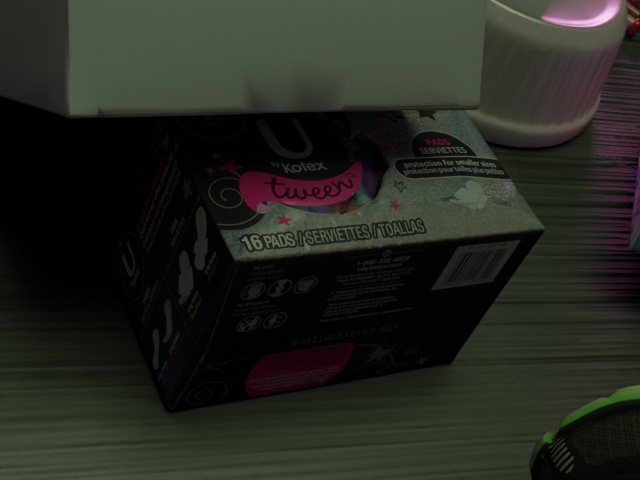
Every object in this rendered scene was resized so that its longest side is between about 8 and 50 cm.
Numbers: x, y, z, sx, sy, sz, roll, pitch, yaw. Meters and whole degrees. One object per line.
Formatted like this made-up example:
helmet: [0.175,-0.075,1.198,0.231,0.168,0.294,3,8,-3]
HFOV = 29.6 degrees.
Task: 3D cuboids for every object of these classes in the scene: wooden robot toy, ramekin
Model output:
wooden robot toy: [0.356,-0.295,1.406,0.076,0.079,0.173,31,42,6]
ramekin: [0.180,-0.229,1.212,0.272,0.127,0.273,14,42,-13]

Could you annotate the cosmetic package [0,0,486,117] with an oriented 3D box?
cosmetic package: [-0.110,-0.153,0.864,0.284,0.097,0.377,-7,15,-31]

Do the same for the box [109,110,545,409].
box: [0.000,0.000,0.856,0.247,0.163,0.142,-6,51,-32]

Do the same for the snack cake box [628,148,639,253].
snack cake box: [0.376,-0.051,1.111,0.152,0.089,0.264,24,29,5]

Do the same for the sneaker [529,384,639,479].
sneaker: [0.339,0.264,0.745,0.483,0.185,0.202,36,38,12]
